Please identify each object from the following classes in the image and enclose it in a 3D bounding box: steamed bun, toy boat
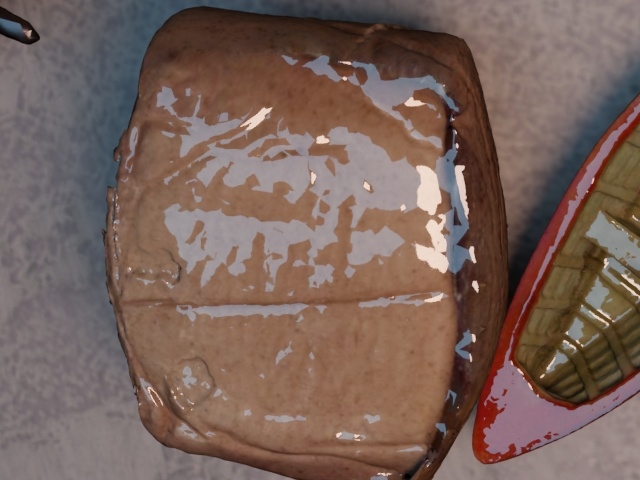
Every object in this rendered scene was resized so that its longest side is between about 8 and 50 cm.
[{"bbox_3d":[0.000,0.000,0.961,0.251,0.199,0.301,6,107,8],"label":"steamed bun"},{"bbox_3d":[0.221,-0.010,0.914,0.136,0.079,0.392,39,115,9],"label":"toy boat"}]

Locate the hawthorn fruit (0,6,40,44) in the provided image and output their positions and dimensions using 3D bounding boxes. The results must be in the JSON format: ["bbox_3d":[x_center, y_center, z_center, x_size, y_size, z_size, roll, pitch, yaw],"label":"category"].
[{"bbox_3d":[-0.365,-0.218,1.034,0.369,0.285,0.284,26,113,-1],"label":"hawthorn fruit"}]
